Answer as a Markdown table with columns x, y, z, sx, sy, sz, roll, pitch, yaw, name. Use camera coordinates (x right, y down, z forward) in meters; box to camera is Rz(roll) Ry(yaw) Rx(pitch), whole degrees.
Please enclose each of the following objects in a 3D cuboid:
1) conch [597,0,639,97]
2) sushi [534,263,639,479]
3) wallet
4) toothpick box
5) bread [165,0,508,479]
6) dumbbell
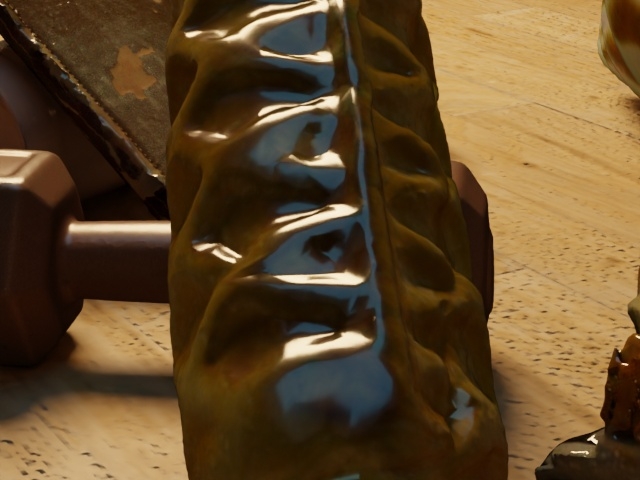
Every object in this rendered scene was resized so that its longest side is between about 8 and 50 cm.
| x | y | z | sx | sy | sz | roll | pitch | yaw | name |
| --- | --- | --- | --- | --- | --- | --- | --- | --- | --- |
| 0.271 | -0.129 | 0.890 | 0.249 | 0.197 | 0.368 | 34 | 9 | -13 | conch |
| 0.212 | 0.012 | 0.557 | 0.274 | 0.139 | 0.184 | -7 | 18 | -18 | sushi |
| -0.081 | -0.077 | 0.805 | 0.232 | 0.031 | 0.122 | 46 | 39 | 15 | wallet |
| -0.137 | -0.064 | 0.853 | 0.098 | 0.098 | 0.149 | 11 | 23 | 31 | toothpick box |
| 0.001 | 0.000 | 0.549 | 0.098 | 0.087 | 0.269 | 29 | 38 | -34 | bread |
| -0.045 | 0.009 | 0.665 | 0.230 | 0.082 | 0.092 | 2 | 21 | 8 | dumbbell |
